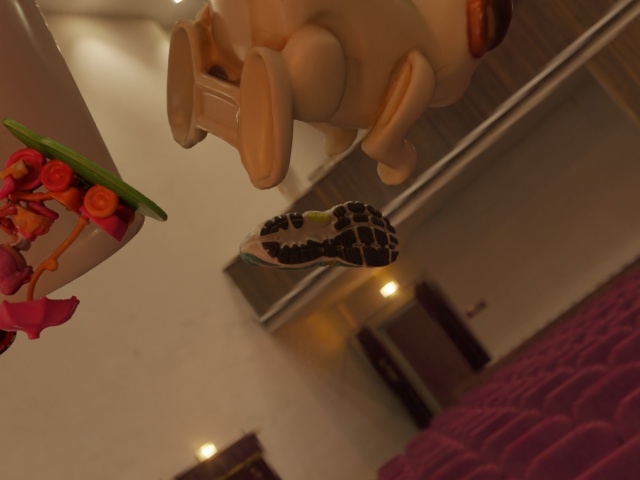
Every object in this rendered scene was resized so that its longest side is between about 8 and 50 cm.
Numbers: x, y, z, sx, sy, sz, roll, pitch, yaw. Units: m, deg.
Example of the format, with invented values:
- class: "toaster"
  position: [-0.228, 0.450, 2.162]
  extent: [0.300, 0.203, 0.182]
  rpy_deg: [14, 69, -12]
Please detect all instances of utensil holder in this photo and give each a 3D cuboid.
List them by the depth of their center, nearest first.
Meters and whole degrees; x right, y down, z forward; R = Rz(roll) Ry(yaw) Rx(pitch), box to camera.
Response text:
- class: "utensil holder"
  position: [-0.432, -0.130, 1.291]
  extent: [0.327, 0.385, 0.327]
  rpy_deg: [-21, 17, 7]

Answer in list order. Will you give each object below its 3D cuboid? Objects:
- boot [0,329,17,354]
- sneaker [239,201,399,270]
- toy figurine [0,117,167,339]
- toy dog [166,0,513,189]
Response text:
- class: "boot"
  position: [-0.636, 0.099, 1.539]
  extent: [0.284, 0.138, 0.377]
  rpy_deg: [-5, -22, 44]
- class: "sneaker"
  position: [0.000, 0.000, 1.752]
  extent: [0.275, 0.107, 0.110]
  rpy_deg: [1, -14, -31]
- class: "toy figurine"
  position: [-0.246, 0.000, 0.963]
  extent: [0.159, 0.173, 0.130]
  rpy_deg: [-58, -13, -8]
- class: "toy dog"
  position: [0.038, -0.267, 1.418]
  extent: [0.408, 0.395, 0.284]
  rpy_deg: [-10, 15, -33]
